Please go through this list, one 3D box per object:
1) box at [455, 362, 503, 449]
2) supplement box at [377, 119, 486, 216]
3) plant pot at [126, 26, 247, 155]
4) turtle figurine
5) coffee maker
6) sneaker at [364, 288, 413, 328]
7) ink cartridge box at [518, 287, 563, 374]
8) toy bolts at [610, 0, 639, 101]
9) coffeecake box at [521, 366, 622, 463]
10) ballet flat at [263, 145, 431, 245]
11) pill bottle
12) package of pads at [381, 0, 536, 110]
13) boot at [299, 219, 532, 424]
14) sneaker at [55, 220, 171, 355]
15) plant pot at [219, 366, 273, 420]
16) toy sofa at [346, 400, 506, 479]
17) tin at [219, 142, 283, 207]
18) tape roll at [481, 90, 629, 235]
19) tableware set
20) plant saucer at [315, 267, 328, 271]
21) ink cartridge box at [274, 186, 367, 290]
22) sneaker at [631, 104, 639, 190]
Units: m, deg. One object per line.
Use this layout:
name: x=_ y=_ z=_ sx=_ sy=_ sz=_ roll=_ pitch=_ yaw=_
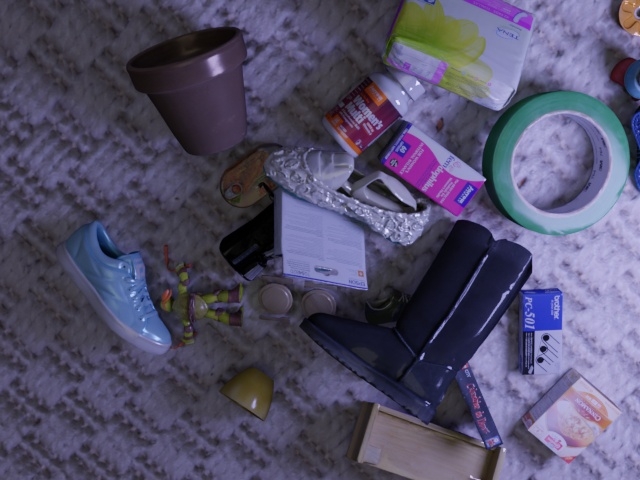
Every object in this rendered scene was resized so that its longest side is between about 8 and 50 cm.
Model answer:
box: x=0.362 y=0.363 z=1.740 sx=0.044 sy=0.159 sz=0.233 roll=-23 pitch=100 yaw=7
supplement box: x=0.253 y=-0.166 z=1.658 sx=0.220 sy=0.114 sz=0.111 roll=34 pitch=100 yaw=-7
plant pot: x=-0.267 y=-0.320 z=1.599 sx=0.262 sy=0.263 sz=0.229 roll=-13 pitch=120 yaw=5
turtle figurine: x=-0.299 y=0.144 z=1.758 sx=0.217 sy=0.087 sz=0.270 roll=0 pitch=102 yaw=2
coffee maker: x=-0.147 y=-0.018 z=1.705 sx=0.178 sy=0.120 sz=0.171 roll=-34 pitch=82 yaw=13
sneaker: x=0.197 y=0.156 z=1.750 sx=0.192 sy=0.064 sz=0.086 roll=-17 pitch=105 yaw=9
ink cartridge box: x=0.535 y=0.222 z=1.761 sx=0.097 sy=0.046 sz=0.207 roll=-3 pitch=102 yaw=2
toy bolts: x=0.729 y=-0.421 z=1.559 sx=0.218 sy=0.158 sz=0.229 roll=34 pitch=101 yaw=-5
coffeecake box: x=0.619 y=0.434 z=1.791 sx=0.142 sy=0.068 sz=0.185 roll=40 pitch=101 yaw=-7
ballet flat: x=0.076 y=-0.128 z=1.631 sx=0.408 sy=0.147 sz=0.147 roll=25 pitch=102 yaw=-18
pill bottle: x=0.120 y=-0.299 z=1.630 sx=0.221 sy=0.121 sz=0.121 roll=-41 pitch=97 yaw=10
package of pads: x=0.298 y=-0.431 z=1.554 sx=0.296 sy=0.101 sz=0.229 roll=22 pitch=66 yaw=-2
boot: x=0.220 y=0.130 z=1.652 sx=0.367 sy=0.146 sz=0.445 roll=34 pitch=82 yaw=13
sneaker: x=-0.465 y=0.108 z=1.722 sx=0.150 sy=0.135 sz=0.366 roll=-42 pitch=92 yaw=14
plant pot: x=-0.169 y=0.371 z=1.790 sx=0.134 sy=0.134 sz=0.095 roll=36 pitch=74 yaw=-5
toy sofa: x=0.257 y=0.526 z=1.802 sx=0.362 sy=0.177 sz=0.150 roll=19 pitch=77 yaw=-2
tin: x=-0.151 y=-0.154 z=1.716 sx=0.189 sy=0.040 sz=0.106 roll=-34 pitch=95 yaw=9
tape roll: x=0.531 y=-0.175 z=1.639 sx=0.321 sy=0.077 sz=0.322 roll=-1 pitch=101 yaw=-6
tableware set: x=-0.055 y=0.144 z=1.775 sx=0.194 sy=0.039 sz=0.128 roll=9 pitch=114 yaw=6
plant saucer: x=0.011 y=0.015 z=1.751 sx=0.119 sy=0.021 sz=0.120 roll=1 pitch=102 yaw=3
ink cartridge box: x=0.000 y=0.000 z=1.634 sx=0.223 sy=0.045 sz=0.224 roll=13 pitch=61 yaw=-27
sneaker: x=0.761 y=-0.211 z=1.645 sx=0.081 sy=0.090 sz=0.232 roll=8 pitch=131 yaw=39
